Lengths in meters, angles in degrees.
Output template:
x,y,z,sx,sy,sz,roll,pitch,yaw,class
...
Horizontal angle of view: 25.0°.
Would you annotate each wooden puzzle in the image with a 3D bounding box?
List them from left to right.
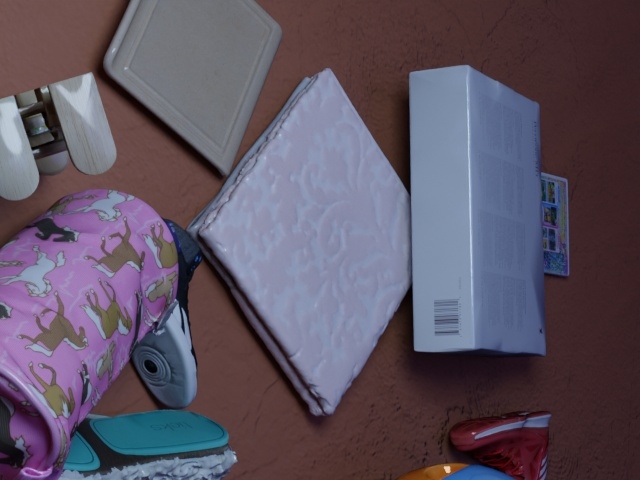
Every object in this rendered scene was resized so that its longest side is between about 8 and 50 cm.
x,y,z,sx,sy,sz,roll,pitch,yaw,class
-0.150,-0.226,1.704,0.238,0.044,0.221,44,54,-41,wooden puzzle

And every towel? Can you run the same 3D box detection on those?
x,y,z,sx,sy,sz,roll,pitch,yaw,class
0.000,0.000,1.828,0.317,0.053,0.332,56,48,-26,towel

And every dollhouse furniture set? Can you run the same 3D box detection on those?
x,y,z,sx,sy,sz,roll,pitch,yaw,class
-0.318,-0.046,1.373,0.242,0.212,0.161,-20,99,-20,dollhouse furniture set

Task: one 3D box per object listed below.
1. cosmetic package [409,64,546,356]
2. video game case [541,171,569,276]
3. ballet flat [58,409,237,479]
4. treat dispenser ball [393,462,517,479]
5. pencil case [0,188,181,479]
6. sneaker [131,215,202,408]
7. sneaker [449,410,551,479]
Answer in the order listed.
x,y,z,sx,sy,sz,roll,pitch,yaw,class
0.222,-0.029,2.002,0.284,0.097,0.377,12,76,-59,cosmetic package
0.339,-0.028,2.232,0.143,0.019,0.157,10,77,-47,video game case
-0.253,0.243,1.469,0.409,0.147,0.147,12,76,-46,ballet flat
0.169,0.421,1.787,0.288,0.288,0.288,8,79,-47,treat dispenser ball
-0.255,0.089,1.364,0.386,0.167,0.160,-60,157,-63,pencil case
-0.163,0.070,1.620,0.121,0.079,0.217,-43,121,-50,sneaker
0.268,0.314,2.061,0.221,0.087,0.128,-2,85,-47,sneaker
